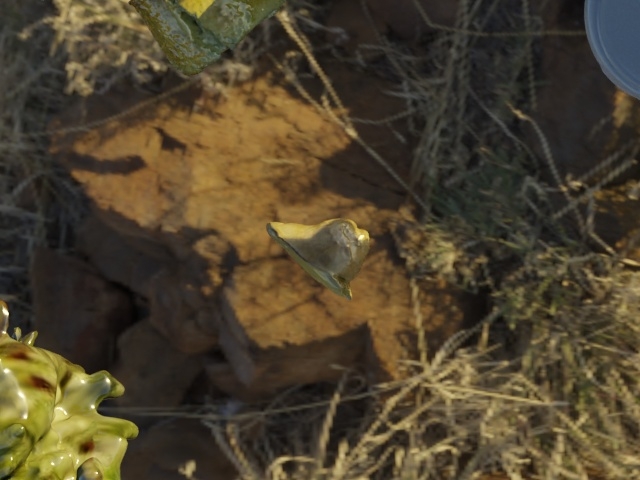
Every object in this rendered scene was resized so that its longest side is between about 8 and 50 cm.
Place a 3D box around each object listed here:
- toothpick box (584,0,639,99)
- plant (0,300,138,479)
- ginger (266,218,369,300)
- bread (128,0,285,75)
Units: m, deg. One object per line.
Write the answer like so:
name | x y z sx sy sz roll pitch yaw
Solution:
toothpick box | 0.479 -0.342 1.507 0.263 0.355 0.263 13 123 22
plant | -0.324 0.212 1.023 0.333 0.180 0.251 -27 47 3
ginger | -0.004 0.000 2.045 0.193 0.115 0.122 35 95 16
bread | -0.127 -0.297 1.436 0.186 0.257 0.124 -33 107 0
